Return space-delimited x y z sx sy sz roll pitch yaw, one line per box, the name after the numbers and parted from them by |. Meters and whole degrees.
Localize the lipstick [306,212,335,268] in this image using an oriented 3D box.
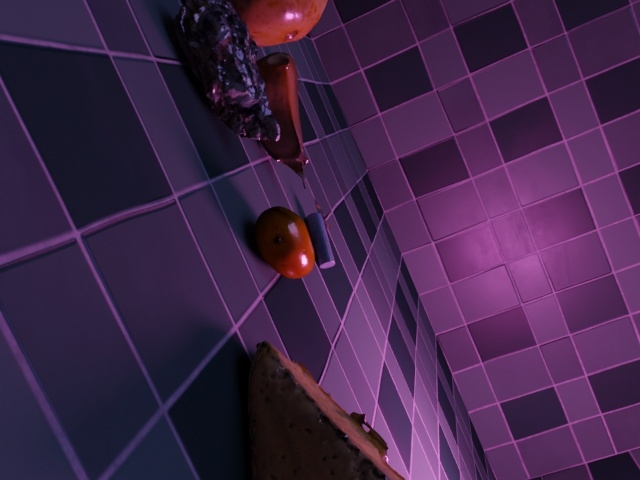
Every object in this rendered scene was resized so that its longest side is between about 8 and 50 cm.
0.000 0.000 1.848 0.048 0.048 0.158 41 30 -63 | lipstick

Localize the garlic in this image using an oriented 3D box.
-0.108 -0.310 1.683 0.196 0.151 0.339 -135 -145 -63 | garlic

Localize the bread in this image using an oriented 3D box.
0.032 0.304 1.051 0.248 0.278 0.316 40 42 -50 | bread

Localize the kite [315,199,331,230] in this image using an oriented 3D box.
0.008 -0.076 2.092 0.090 0.004 0.122 -74 140 -68 | kite

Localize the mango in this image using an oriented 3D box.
-0.069 0.010 1.422 0.219 0.112 0.145 50 17 -60 | mango

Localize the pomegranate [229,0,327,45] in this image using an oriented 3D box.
-0.137 -0.728 1.850 0.342 0.342 0.343 -22 90 -77 | pomegranate

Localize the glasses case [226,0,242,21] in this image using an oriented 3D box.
-0.235 -0.491 1.638 0.323 0.074 0.131 -95 160 -51 | glasses case

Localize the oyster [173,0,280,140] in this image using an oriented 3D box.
-0.191 -0.367 1.433 0.351 0.162 0.158 61 -9 -7 | oyster
